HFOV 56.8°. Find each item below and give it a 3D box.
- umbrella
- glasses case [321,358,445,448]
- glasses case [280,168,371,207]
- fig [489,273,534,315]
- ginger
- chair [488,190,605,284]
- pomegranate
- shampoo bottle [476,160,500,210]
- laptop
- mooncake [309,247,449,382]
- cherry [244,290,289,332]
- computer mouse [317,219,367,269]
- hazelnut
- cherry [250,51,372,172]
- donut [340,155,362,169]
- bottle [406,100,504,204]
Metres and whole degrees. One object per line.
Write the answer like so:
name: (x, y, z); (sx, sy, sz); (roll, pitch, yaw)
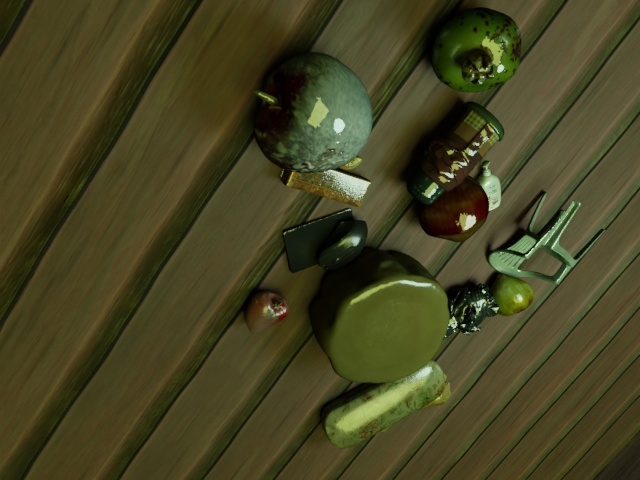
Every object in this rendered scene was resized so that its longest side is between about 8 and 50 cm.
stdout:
umbrella: (0.381, 0.243, 1.808); (0.337, 0.128, 0.154); (-21, 128, -9)
glasses case: (0.203, 0.514, 1.895); (0.425, 0.098, 0.156); (-26, 111, -9)
glasses case: (0.014, -0.145, 1.444); (0.218, 0.049, 0.075); (14, 109, -31)
fig: (0.602, 0.177, 1.868); (0.136, 0.120, 0.153); (-24, 141, -2)
ginger: (0.310, 0.555, 1.995); (0.299, 0.065, 0.118); (-28, 108, -11)
chair: (0.666, 0.011, 1.780); (0.203, 0.190, 0.274); (35, 93, -35)
pomegranate: (0.350, -0.416, 1.328); (0.202, 0.247, 0.202); (4, 127, 5)
shampoo bottle: (0.466, -0.157, 1.653); (0.077, 0.045, 0.151); (-21, 125, -12)
laptop: (0.000, 0.000, 1.549); (0.197, 0.016, 0.135); (-19, 125, -16)
mooncake: (0.157, 0.204, 1.640); (0.379, 0.200, 0.378); (-9, 121, -15)
cherry: (-0.145, 0.179, 1.543); (0.126, 0.087, 0.106); (-26, 136, 14)
computer mouse: (0.063, 0.018, 1.544); (0.172, 0.057, 0.099); (-46, 134, 5)
hazelnut: (0.366, -0.083, 1.598); (0.202, 0.161, 0.170); (-35, 156, -52)
cherry: (-0.018, -0.265, 1.257); (0.296, 0.218, 0.255); (7, 113, -43)
donut: (0.059, -0.202, 1.439); (0.067, 0.038, 0.083); (-36, 129, 2)
bottle: (0.325, -0.213, 1.499); (0.271, 0.143, 0.156); (-49, 166, 5)
